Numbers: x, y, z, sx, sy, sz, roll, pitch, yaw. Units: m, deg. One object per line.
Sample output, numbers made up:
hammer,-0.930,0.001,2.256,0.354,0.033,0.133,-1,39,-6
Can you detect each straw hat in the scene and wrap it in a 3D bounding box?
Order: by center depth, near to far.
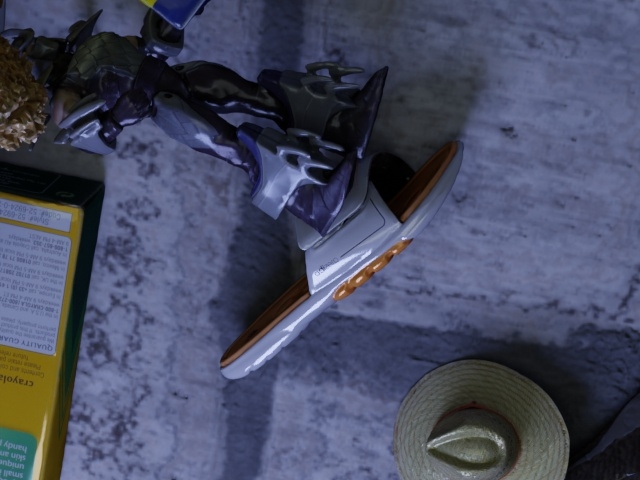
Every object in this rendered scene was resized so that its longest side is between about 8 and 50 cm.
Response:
straw hat,0.118,0.161,1.429,0.144,0.061,0.144,0,89,17

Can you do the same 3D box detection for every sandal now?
sandal,-0.002,0.004,1.400,0.265,0.102,0.076,-42,100,18

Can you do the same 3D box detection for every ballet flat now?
ballet flat,0.249,0.179,1.451,0.250,0.058,0.084,-38,63,10

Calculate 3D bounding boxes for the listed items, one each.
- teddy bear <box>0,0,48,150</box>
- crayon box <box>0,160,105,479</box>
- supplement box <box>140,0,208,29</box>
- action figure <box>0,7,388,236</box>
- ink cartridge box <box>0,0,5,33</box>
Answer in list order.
teddy bear,-0.302,-0.096,1.295,0.245,0.113,0.338,42,117,34
crayon box,-0.301,0.093,1.472,0.203,0.083,0.323,12,107,4
supplement box,-0.164,-0.342,1.267,0.356,0.194,0.195,38,107,-5
action figure,-0.103,-0.108,1.340,0.285,0.185,0.099,18,137,3
ink cartridge box,-0.333,-0.205,1.392,0.175,0.072,0.127,7,107,5
